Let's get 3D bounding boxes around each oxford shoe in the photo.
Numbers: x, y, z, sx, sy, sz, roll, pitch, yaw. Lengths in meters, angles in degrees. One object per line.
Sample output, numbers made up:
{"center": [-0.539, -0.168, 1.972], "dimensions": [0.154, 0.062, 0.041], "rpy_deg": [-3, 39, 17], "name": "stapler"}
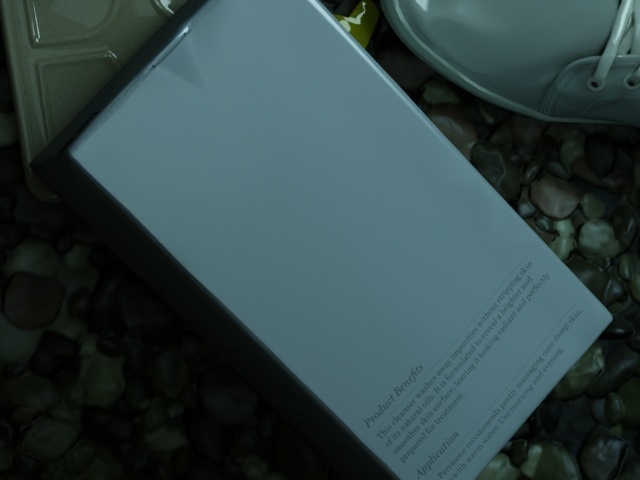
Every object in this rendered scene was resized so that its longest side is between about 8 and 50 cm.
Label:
{"center": [0.267, -0.158, 1.491], "dimensions": [0.449, 0.130, 0.169], "rpy_deg": [20, 81, -9], "name": "oxford shoe"}

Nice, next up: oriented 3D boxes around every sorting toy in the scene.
{"center": [-0.096, -0.159, 1.452], "dimensions": [0.307, 0.041, 0.229], "rpy_deg": [-9, 87, -20], "name": "sorting toy"}

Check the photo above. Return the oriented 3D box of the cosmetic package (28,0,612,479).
{"center": [0.000, 0.000, 1.369], "dimensions": [0.217, 0.156, 0.385], "rpy_deg": [-46, 101, -15], "name": "cosmetic package"}
